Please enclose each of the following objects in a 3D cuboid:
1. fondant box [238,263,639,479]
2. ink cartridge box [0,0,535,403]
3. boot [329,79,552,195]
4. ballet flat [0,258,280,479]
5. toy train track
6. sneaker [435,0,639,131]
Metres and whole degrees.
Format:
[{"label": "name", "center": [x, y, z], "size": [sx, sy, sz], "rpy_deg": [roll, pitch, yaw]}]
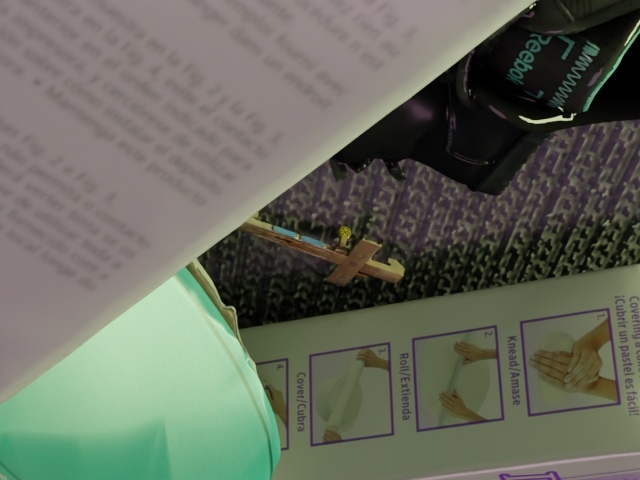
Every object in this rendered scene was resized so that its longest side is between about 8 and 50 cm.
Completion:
[{"label": "fondant box", "center": [0.034, 0.128, 0.767], "size": [0.330, 0.096, 0.238], "rpy_deg": [-11, 150, 17]}, {"label": "ink cartridge box", "center": [-0.077, -0.148, 0.318], "size": [0.385, 0.091, 0.308], "rpy_deg": [-37, 123, 27]}, {"label": "boot", "center": [0.041, -0.063, 0.556], "size": [0.099, 0.045, 0.121], "rpy_deg": [13, 145, -11]}, {"label": "ballet flat", "center": [-0.173, -0.007, 0.573], "size": [0.147, 0.147, 0.409], "rpy_deg": [-21, 130, 29]}, {"label": "toy train track", "center": [0.000, 0.000, 0.675], "size": [0.083, 0.014, 0.048], "rpy_deg": [19, 150, -13]}, {"label": "sneaker", "center": [0.046, -0.099, 0.449], "size": [0.267, 0.106, 0.101], "rpy_deg": [9, 146, -8]}]
